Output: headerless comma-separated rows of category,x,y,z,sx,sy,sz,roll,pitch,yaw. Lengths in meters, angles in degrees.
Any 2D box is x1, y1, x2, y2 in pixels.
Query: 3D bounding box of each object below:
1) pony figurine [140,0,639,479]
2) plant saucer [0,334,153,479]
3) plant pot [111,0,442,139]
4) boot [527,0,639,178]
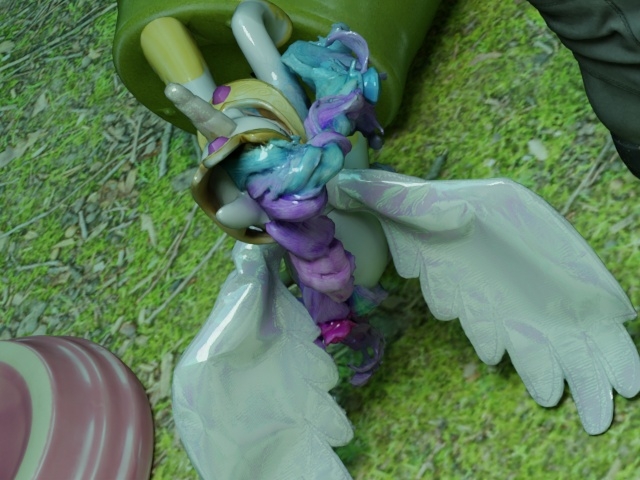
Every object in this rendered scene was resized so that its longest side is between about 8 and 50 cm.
pony figurine,0.000,0.000,1.048,0.303,0.351,0.363,-32,20,6
plant saucer,-0.289,0.206,1.259,0.332,0.084,0.332,-24,41,23
plant pot,-0.025,-0.277,1.321,0.366,0.366,0.353,-9,59,35
boot,0.290,-0.140,0.980,0.338,0.223,0.118,-9,47,35
